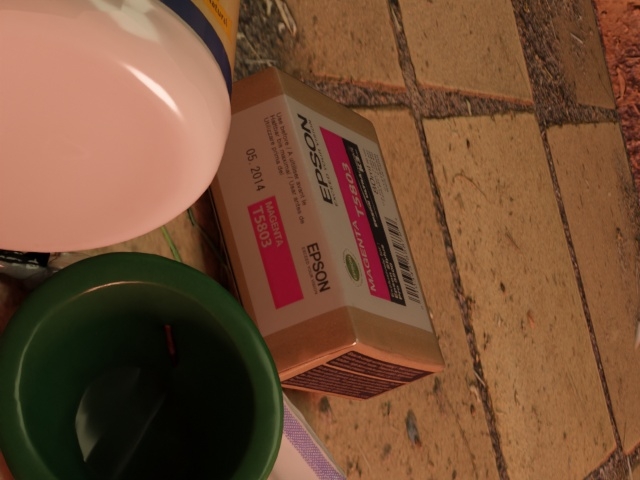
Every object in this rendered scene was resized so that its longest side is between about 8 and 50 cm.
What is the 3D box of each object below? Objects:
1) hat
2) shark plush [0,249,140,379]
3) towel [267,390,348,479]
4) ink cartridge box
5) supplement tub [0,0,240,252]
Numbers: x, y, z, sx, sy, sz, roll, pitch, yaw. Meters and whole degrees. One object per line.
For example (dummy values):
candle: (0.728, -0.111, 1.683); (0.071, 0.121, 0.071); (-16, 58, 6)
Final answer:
hat: (-0.121, 0.124, 1.022); (0.208, 0.173, 0.183); (59, -18, 4)
shark plush: (-0.149, 0.045, 0.988); (0.067, 0.073, 0.161); (-63, 149, -12)
towel: (-0.048, 0.226, 1.134); (0.209, 0.034, 0.285); (57, 30, -36)
ink cartridge box: (0.000, 0.000, 1.260); (0.193, 0.088, 0.235); (21, 50, -64)
supplement tub: (-0.154, -0.177, 0.876); (0.228, 0.228, 0.316); (48, 36, -47)
